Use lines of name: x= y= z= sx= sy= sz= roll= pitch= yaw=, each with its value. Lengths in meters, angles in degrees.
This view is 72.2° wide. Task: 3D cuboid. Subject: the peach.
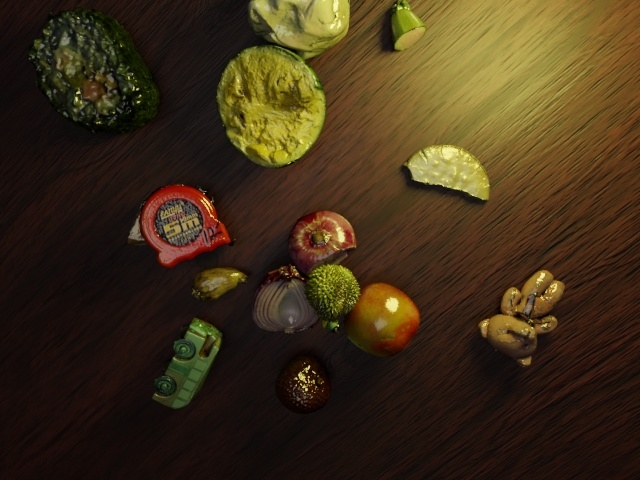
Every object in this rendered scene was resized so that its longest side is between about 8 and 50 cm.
peach: x=0.192 y=0.248 z=1.377 sx=0.231 sy=0.231 sz=0.231 roll=1 pitch=101 yaw=4

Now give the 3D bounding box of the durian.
durian: x=0.034 y=0.155 z=1.302 sx=0.159 sy=0.146 sz=0.198 roll=-39 pitch=138 yaw=-23

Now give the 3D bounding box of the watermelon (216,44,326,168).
watermelon: x=-0.130 y=-0.391 z=1.292 sx=0.331 sy=0.189 sz=0.330 roll=6 pitch=107 yaw=20

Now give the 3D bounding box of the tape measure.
tape measure: x=-0.432 y=-0.053 z=1.381 sx=0.253 sy=0.114 sz=0.260 roll=-25 pitch=100 yaw=-15

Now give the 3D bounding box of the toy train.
toy train: x=-0.454 y=0.426 z=1.498 sx=0.159 sy=0.129 sz=0.326 roll=28 pitch=100 yaw=-8

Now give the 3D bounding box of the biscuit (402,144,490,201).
biscuit: x=0.406 y=-0.223 z=1.362 sx=0.290 sy=0.038 sz=0.141 roll=17 pitch=101 yaw=0

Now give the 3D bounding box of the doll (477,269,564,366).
doll: x=0.657 y=0.238 z=1.378 sx=0.201 sy=0.156 sz=0.303 roll=35 pitch=96 yaw=3

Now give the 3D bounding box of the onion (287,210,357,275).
onion: x=-0.003 y=-0.002 z=1.367 sx=0.207 sy=0.200 sz=0.200 roll=-33 pitch=97 yaw=27

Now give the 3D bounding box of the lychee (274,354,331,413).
lychee: x=-0.059 y=0.485 z=1.456 sx=0.194 sy=0.194 sz=0.194 roll=1 pitch=101 yaw=4

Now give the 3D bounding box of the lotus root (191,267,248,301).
lotus root: x=-0.331 y=0.138 z=1.457 sx=0.191 sy=0.094 sz=0.108 roll=-19 pitch=132 yaw=-3

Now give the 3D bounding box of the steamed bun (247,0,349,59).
steamed bun: x=-0.056 y=-0.618 z=1.233 sx=0.280 sy=0.268 sz=0.207 roll=-4 pitch=130 yaw=11

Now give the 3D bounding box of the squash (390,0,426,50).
squash: x=0.237 y=-0.643 z=1.277 sx=0.105 sy=0.105 sz=0.132 roll=-24 pitch=85 yaw=8

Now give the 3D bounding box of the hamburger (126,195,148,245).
hamburger: x=-0.558 y=-0.049 z=1.442 sx=0.102 sy=0.087 sz=0.176 roll=22 pitch=90 yaw=-19

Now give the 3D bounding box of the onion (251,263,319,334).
onion: x=-0.105 y=0.165 z=1.404 sx=0.227 sy=0.120 sz=0.283 roll=1 pitch=127 yaw=-8

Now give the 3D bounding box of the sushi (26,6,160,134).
sushi: x=-0.678 y=-0.490 z=1.316 sx=0.294 sy=0.178 sz=0.352 roll=-28 pitch=96 yaw=10
